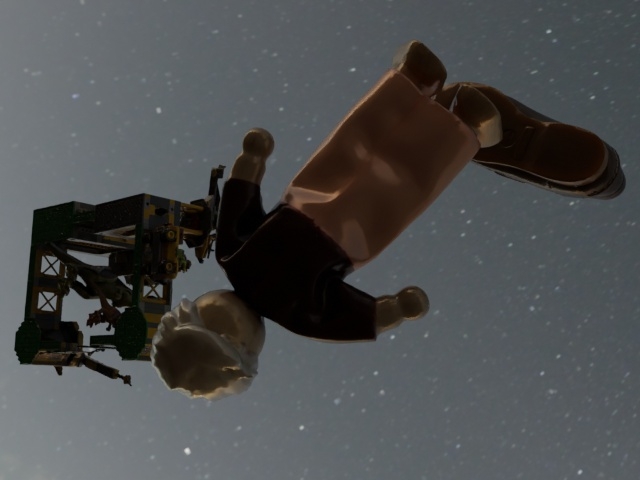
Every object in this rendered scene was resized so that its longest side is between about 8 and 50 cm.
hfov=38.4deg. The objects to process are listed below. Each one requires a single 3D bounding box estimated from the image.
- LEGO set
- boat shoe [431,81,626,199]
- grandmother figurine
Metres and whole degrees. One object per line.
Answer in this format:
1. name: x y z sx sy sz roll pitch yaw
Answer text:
1. LEGO set: -0.224 0.058 1.168 0.331 0.192 0.255 -18 -110 39
2. boat shoe: 0.191 -0.089 0.869 0.207 0.073 0.073 35 -83 40
3. grandmother figurine: 0.000 0.000 0.753 0.208 0.342 0.104 43 -7 22
